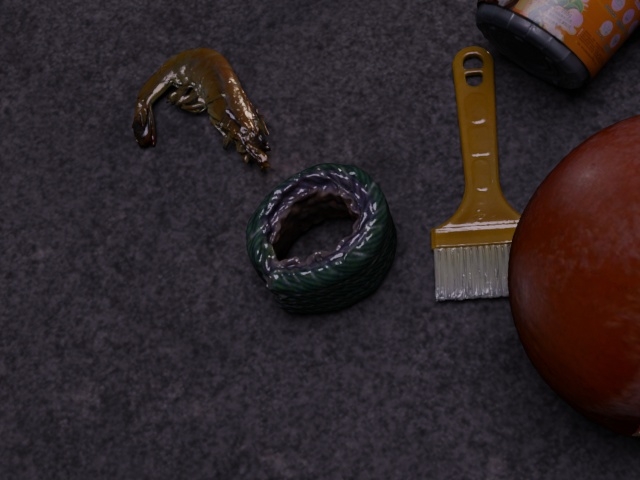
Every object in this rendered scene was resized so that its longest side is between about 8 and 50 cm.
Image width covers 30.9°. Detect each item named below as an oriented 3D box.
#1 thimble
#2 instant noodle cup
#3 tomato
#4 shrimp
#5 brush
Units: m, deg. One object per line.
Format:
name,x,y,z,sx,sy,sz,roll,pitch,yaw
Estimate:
thimble,0.001,-0.002,1.059,0.135,0.090,0.118,-26,63,-1
instant noodle cup,0.226,-0.224,1.089,0.208,0.177,0.125,35,91,-11
tomato,0.275,0.022,0.915,0.264,0.265,0.265,-3,66,7
shrimp,-0.125,-0.119,1.160,0.124,0.034,0.178,-30,64,-1
brush,0.153,-0.070,1.107,0.103,0.013,0.272,-4,66,7
